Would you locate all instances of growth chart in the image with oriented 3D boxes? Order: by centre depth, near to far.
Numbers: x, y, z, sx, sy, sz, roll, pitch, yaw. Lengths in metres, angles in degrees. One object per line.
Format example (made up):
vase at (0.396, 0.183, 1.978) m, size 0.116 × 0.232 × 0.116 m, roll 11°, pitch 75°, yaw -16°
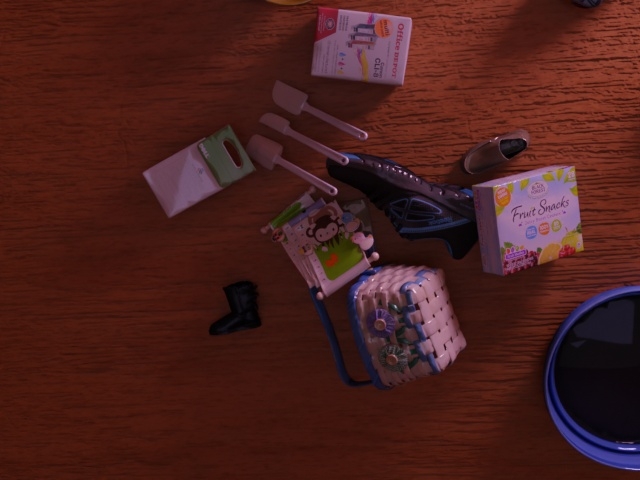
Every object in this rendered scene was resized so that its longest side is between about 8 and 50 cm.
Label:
growth chart at (0.000, 0.000, 1.622) m, size 0.172 × 0.021 × 0.237 m, roll -45°, pitch 60°, yaw 9°

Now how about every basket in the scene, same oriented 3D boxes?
basket at (0.121, 0.166, 1.626) m, size 0.289 × 0.201 × 0.254 m, roll -13°, pitch 102°, yaw 43°

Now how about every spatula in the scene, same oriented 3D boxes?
spatula at (-0.032, -0.193, 1.590) m, size 0.242 × 0.019 × 0.168 m, roll 32°, pitch 99°, yaw 27°

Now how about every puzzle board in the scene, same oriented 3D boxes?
puzzle board at (0.060, -0.017, 1.675) m, size 0.097 × 0.011 × 0.128 m, roll -11°, pitch 101°, yaw 6°

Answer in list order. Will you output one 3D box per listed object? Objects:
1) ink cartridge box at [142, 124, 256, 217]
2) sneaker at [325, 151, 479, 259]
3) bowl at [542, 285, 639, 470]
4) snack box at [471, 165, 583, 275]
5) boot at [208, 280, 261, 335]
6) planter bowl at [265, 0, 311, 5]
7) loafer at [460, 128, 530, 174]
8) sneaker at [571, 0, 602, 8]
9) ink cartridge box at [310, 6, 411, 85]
ink cartridge box at (-0.242, -0.142, 1.648) m, size 0.209 × 0.062 × 0.109 m, roll -28°, pitch 98°, yaw 10°
sneaker at (0.161, -0.072, 1.596) m, size 0.341 × 0.125 × 0.139 m, roll 22°, pitch 104°, yaw 1°
bowl at (0.647, 0.274, 1.651) m, size 0.392 × 0.077 × 0.390 m, roll 1°, pitch 103°, yaw 5°
snack box at (0.400, -0.042, 1.561) m, size 0.207 × 0.070 × 0.174 m, roll -14°, pitch 102°, yaw -27°
boot at (-0.185, 0.142, 1.713) m, size 0.121 × 0.045 × 0.099 m, roll -12°, pitch 103°, yaw 0°
planter bowl at (-0.055, -0.550, 1.531) m, size 0.217 × 0.090 × 0.217 m, roll 1°, pitch 101°, yaw 5°
loafer at (0.343, -0.175, 1.595) m, size 0.148 × 0.050 × 0.056 m, roll -29°, pitch 98°, yaw 10°
sneaker at (0.548, -0.541, 1.491) m, size 0.125 × 0.104 × 0.262 m, roll 37°, pitch 107°, yaw -21°
ink cartridge box at (0.079, -0.365, 1.539) m, size 0.176 × 0.127 × 0.128 m, roll 7°, pitch 102°, yaw 3°
